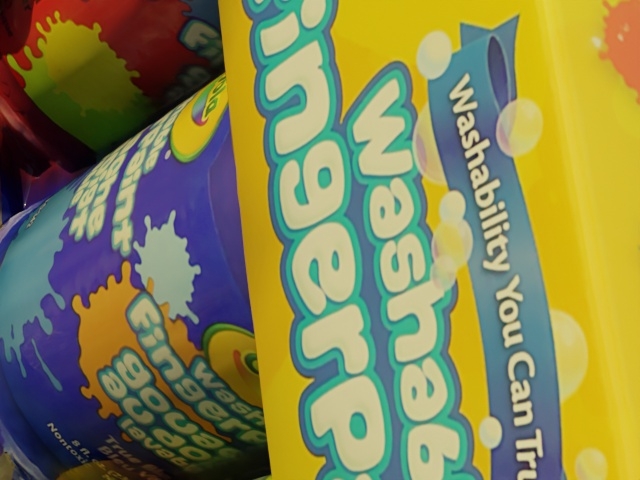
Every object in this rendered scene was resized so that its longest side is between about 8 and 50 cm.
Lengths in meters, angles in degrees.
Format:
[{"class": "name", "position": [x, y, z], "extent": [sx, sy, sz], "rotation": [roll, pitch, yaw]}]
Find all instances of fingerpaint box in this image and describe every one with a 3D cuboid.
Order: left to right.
[{"class": "fingerpaint box", "position": [0.000, 0.000, 0.514], "extent": [0.163, 0.371, 0.445], "rotation": [6, 69, -38]}]
